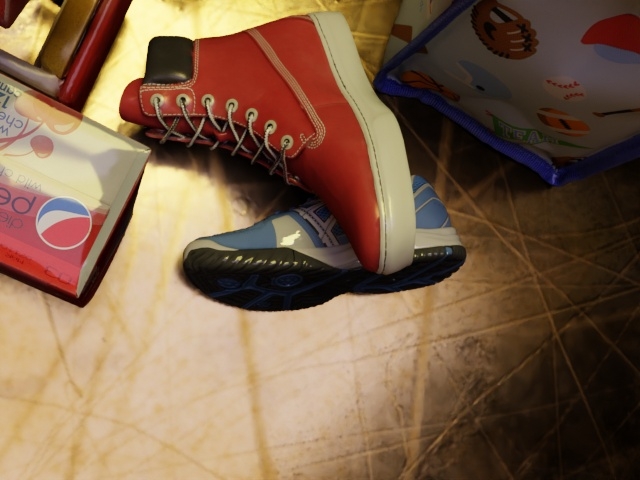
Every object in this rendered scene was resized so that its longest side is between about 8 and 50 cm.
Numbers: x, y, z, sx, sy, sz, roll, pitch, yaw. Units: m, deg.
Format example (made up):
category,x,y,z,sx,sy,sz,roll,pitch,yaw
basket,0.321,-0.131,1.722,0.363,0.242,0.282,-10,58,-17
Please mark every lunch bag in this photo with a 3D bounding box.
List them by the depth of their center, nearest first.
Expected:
category,x,y,z,sx,sy,sz,roll,pitch,yaw
lunch bag,0.216,-0.247,0.612,0.238,0.385,0.328,24,80,-11

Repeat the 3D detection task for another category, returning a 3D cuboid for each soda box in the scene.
category,x,y,z,sx,sy,sz,roll,pitch,yaw
soda box,-0.165,-0.015,0.554,0.092,0.263,0.084,26,79,-10

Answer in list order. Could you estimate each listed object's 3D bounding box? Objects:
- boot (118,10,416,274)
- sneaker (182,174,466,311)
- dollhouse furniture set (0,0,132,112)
category,x,y,z,sx,sy,sz,roll,pitch,yaw
boot,-0.042,-0.063,0.641,0.176,0.088,0.244,-10,49,-14
sneaker,0.000,0.000,0.701,0.211,0.080,0.081,-5,64,-15
dollhouse furniture set,-0.087,-0.259,0.599,0.152,0.201,0.374,24,88,-6
